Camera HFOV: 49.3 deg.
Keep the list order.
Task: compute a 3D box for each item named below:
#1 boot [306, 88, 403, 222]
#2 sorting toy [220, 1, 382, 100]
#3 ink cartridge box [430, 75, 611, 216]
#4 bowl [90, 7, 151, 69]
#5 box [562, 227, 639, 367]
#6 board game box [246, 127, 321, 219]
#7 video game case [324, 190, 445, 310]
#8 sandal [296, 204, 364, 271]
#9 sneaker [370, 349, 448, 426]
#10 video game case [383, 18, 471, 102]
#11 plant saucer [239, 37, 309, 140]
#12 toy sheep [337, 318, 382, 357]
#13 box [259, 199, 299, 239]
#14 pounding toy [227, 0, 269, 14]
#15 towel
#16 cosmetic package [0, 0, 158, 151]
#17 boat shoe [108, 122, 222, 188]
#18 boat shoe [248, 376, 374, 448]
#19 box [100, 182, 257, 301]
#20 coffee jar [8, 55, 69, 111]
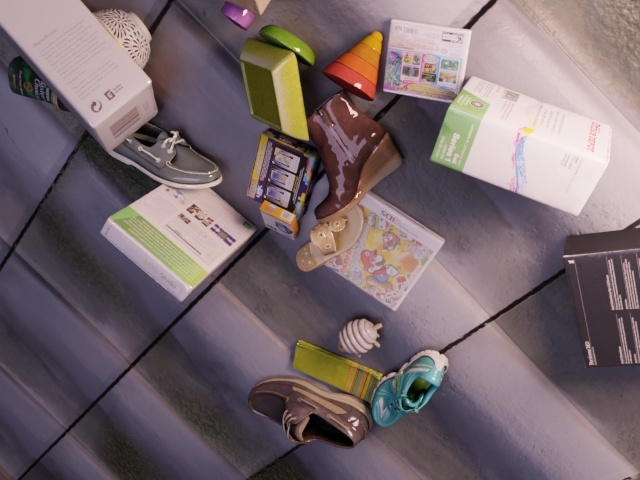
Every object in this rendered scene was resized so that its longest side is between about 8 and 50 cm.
[{"bbox_3d":[0.028,-0.174,1.482,0.248,0.090,0.207,-40,104,23],"label":"boot"},{"bbox_3d":[-0.020,-0.421,1.397,0.365,0.127,0.126,32,95,9],"label":"sorting toy"},{"bbox_3d":[0.366,-0.177,1.265,0.278,0.201,0.117,23,124,12],"label":"ink cartridge box"},{"bbox_3d":[-0.429,-0.453,1.543,0.170,0.080,0.170,46,168,13],"label":"bowl"},{"bbox_3d":[0.597,0.115,1.375,0.184,0.103,0.261,-8,113,25],"label":"box"},{"bbox_3d":[-0.082,-0.150,1.581,0.141,0.048,0.170,26,124,12],"label":"board game box"},{"bbox_3d":[0.139,0.027,1.586,0.206,0.026,0.227,34,125,5],"label":"video game case"},{"bbox_3d":[0.003,0.006,1.582,0.240,0.079,0.088,-43,70,41],"label":"sandal"},{"bbox_3d":[0.203,0.370,1.680,0.107,0.110,0.275,31,126,-5],"label":"sneaker"},{"bbox_3d":[0.205,-0.349,1.360,0.157,0.019,0.143,14,121,17],"label":"video game case"},{"bbox_3d":[-0.106,-0.307,1.440,0.188,0.045,0.188,33,141,47],"label":"plant saucer"},{"bbox_3d":[0.095,0.232,1.682,0.132,0.091,0.091,-34,99,20],"label":"toy sheep"},{"bbox_3d":[-0.093,-0.043,1.619,0.081,0.028,0.136,26,167,10],"label":"box"},{"bbox_3d":[-0.097,-0.534,1.348,0.206,0.181,0.094,27,168,11],"label":"pounding toy"},{"bbox_3d":[0.040,0.340,1.801,0.237,0.021,0.102,21,122,14],"label":"towel"},{"bbox_3d":[-0.566,-0.430,1.512,0.453,0.161,0.230,48,169,-2],"label":"cosmetic package"},{"bbox_3d":[-0.373,-0.213,1.642,0.319,0.116,0.099,23,126,19],"label":"boat shoe"},{"bbox_3d":[-0.041,0.456,1.832,0.355,0.130,0.132,5,118,22],"label":"boat shoe"},{"bbox_3d":[-0.310,-0.023,1.586,0.232,0.322,0.058,41,122,1],"label":"box"},{"bbox_3d":[-0.667,-0.382,1.708,0.184,0.079,0.096,20,123,13],"label":"coffee jar"}]
